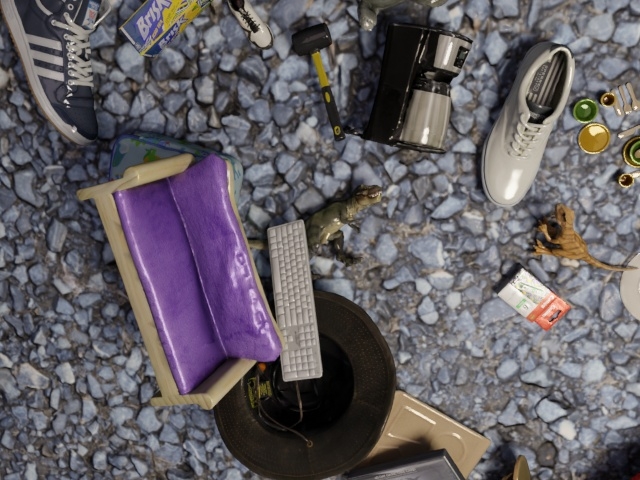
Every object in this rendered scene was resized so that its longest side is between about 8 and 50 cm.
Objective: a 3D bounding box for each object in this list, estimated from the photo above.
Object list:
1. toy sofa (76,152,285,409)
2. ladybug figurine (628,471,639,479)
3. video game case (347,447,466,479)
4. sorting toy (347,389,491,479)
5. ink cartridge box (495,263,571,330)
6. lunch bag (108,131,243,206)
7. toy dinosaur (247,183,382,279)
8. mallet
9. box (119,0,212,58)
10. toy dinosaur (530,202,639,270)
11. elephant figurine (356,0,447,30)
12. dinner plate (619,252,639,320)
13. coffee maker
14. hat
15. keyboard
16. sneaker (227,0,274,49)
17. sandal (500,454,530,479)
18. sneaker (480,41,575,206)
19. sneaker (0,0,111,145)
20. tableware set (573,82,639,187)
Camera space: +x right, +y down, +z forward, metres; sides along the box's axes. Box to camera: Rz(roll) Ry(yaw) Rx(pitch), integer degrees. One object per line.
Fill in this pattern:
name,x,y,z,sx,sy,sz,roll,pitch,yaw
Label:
toy sofa,-0.199,0.057,0.860,0.177,0.150,0.363,-10,101,24
ladybug figurine,0.597,0.508,0.940,0.305,0.162,0.449,35,104,-1
video game case,0.200,0.498,1.025,0.196,0.026,0.274,-25,108,27
sorting toy,0.176,0.389,1.044,0.208,0.038,0.193,28,105,-3
ink cartridge box,0.358,0.100,0.953,0.115,0.029,0.063,39,104,-1
lunch bag,-0.250,-0.081,0.975,0.218,0.090,0.176,17,107,5
toy dinosaur,0.000,0.000,0.970,0.268,0.064,0.118,-24,83,16
mallet,0.015,-0.253,0.903,0.062,0.039,0.190,-24,84,13
box,-0.242,-0.375,0.925,0.169,0.054,0.059,-38,94,15
toy dinosaur,0.399,0.012,0.900,0.211,0.112,0.064,32,85,-37
elephant figurine,0.160,-0.422,0.808,0.239,0.169,0.186,-6,124,-3
dinner plate,0.563,0.075,0.925,0.141,0.017,0.141,1,101,7
coffee maker,0.127,-0.234,0.868,0.171,0.120,0.179,13,103,7
hat,-0.017,0.244,0.974,0.331,0.134,0.332,-5,78,23
keyboard,-0.044,0.096,0.932,0.072,0.014,0.256,-12,76,21
sneaker,-0.116,-0.354,0.917,0.040,0.044,0.109,-37,97,12
sandal,0.333,0.482,1.017,0.079,0.088,0.240,-1,116,36
sneaker,0.309,-0.174,0.868,0.094,0.091,0.258,13,104,5
sneaker,-0.404,-0.310,0.941,0.153,0.099,0.283,-21,96,14
tableware set,0.459,-0.158,0.885,0.103,0.024,0.154,-22,99,13
